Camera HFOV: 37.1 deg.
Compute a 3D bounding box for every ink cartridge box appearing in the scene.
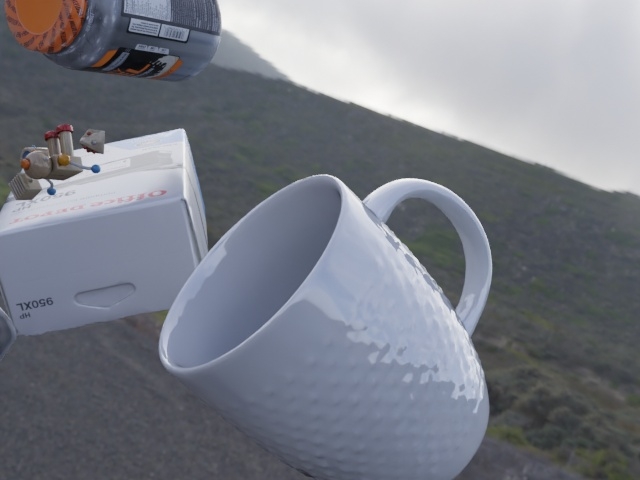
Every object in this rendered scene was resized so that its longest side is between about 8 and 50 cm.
[{"bbox_3d":[-0.331,-0.028,1.498,0.286,0.166,0.395,-12,22,-4],"label":"ink cartridge box"}]

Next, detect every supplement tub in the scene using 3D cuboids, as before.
[{"bbox_3d":[-0.322,-0.359,1.512,0.194,0.193,0.316,21,14,33],"label":"supplement tub"}]

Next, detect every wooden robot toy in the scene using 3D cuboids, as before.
[{"bbox_3d":[-0.355,-0.103,1.218,0.173,0.076,0.079,-20,-7,34],"label":"wooden robot toy"}]

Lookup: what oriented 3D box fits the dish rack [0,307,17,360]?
[{"bbox_3d":[-0.441,0.067,0.879,0.285,0.072,0.333,37,-35,-10],"label":"dish rack"}]

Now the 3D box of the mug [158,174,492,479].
[{"bbox_3d":[0.058,0.098,1.098,0.328,0.374,0.276,45,-16,-24],"label":"mug"}]
